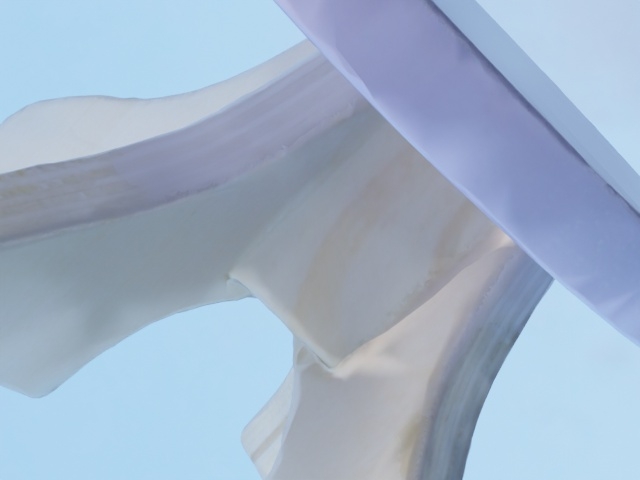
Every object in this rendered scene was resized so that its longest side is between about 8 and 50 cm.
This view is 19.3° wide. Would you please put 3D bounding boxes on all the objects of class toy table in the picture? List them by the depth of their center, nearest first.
[{"bbox_3d":[0.000,0.000,0.557,0.274,0.161,0.252,37,-165,-40],"label":"toy table"}]
